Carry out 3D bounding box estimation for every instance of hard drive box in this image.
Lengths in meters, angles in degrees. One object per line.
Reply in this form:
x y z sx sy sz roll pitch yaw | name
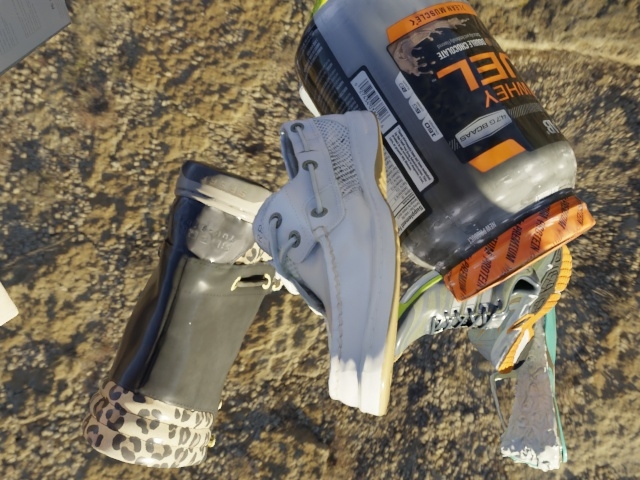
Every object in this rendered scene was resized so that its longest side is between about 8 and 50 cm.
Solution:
-0.427 -0.310 0.763 0.089 0.232 0.181 2 129 12 | hard drive box

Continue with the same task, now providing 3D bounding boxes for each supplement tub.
0.133 -0.116 0.688 0.207 0.207 0.338 -33 77 14 | supplement tub

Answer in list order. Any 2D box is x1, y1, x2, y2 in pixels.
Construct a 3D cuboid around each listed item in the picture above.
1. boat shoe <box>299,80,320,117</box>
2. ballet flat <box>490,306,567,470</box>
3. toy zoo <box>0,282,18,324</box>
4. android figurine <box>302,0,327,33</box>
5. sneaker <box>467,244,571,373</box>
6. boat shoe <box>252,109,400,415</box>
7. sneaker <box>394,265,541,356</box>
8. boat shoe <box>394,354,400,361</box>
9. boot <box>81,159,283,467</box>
0.052 -0.265 1.301 0.109 0.302 0.094 -2 61 25 | boat shoe
0.402 0.245 1.232 0.147 0.409 0.147 8 139 7 | ballet flat
-0.329 0.097 0.363 0.293 0.192 0.030 -13 109 39 | toy zoo
0.100 -0.343 1.000 0.273 0.248 0.056 -59 35 33 | android figurine
0.350 0.105 1.136 0.121 0.099 0.262 37 108 43 | sneaker
0.000 0.000 0.438 0.096 0.277 0.098 1 128 -3 | boat shoe
0.227 0.098 0.992 0.300 0.111 0.121 -33 63 -15 | sneaker
0.163 0.199 1.355 0.063 0.059 0.170 25 124 7 | boat shoe
-0.128 0.093 0.718 0.138 0.377 0.284 20 79 3 | boot
